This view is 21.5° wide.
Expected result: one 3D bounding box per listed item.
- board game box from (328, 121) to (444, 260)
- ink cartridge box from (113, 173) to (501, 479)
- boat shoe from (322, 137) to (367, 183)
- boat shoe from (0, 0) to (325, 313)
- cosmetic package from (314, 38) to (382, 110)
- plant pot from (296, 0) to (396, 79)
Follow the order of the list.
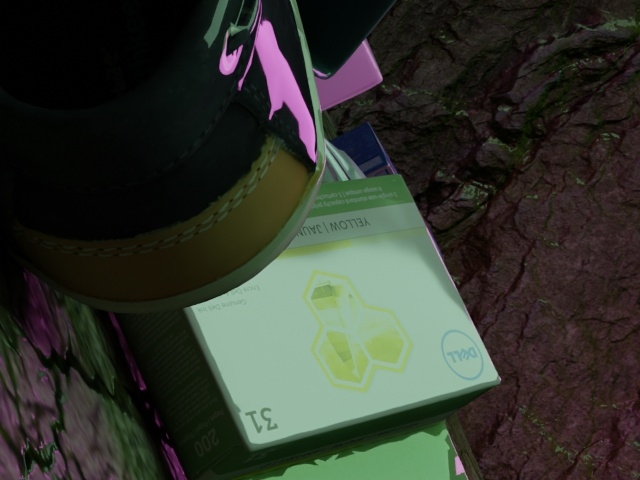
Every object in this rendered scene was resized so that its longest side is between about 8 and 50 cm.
[{"bbox_3d":[0.000,0.000,1.132,0.035,0.136,0.201,65,6,22],"label":"board game box"},{"bbox_3d":[0.014,0.088,0.771,0.171,0.056,0.235,-9,66,-43],"label":"ink cartridge box"},{"bbox_3d":[-0.068,-0.041,0.884,0.335,0.121,0.119,52,14,-10],"label":"boat shoe"},{"bbox_3d":[-0.126,-0.215,0.665,0.156,0.187,0.500,68,3,-70],"label":"boat shoe"},{"bbox_3d":[-0.049,-0.239,1.764,0.183,0.151,0.151,60,7,-37],"label":"cosmetic package"},{"bbox_3d":[-0.053,-0.229,0.829,0.234,0.165,0.165,45,12,21],"label":"plant pot"}]
